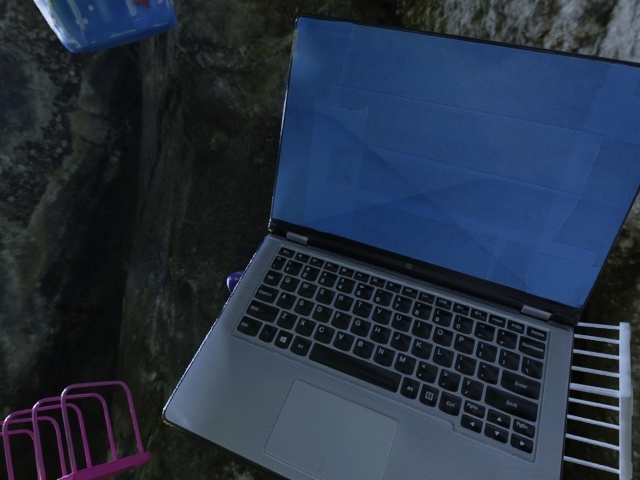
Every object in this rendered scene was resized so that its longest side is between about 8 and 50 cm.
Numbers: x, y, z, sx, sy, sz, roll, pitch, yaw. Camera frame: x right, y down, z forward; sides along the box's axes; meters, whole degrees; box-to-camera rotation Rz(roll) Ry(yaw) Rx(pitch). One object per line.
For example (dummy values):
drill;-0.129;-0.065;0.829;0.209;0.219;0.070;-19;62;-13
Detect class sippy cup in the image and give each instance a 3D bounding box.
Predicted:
sippy cup;-0.316;-0.393;0.582;0.305;0.240;0.224;-29;-60;-24

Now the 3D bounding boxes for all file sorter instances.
file sorter;-0.551;0.431;0.868;0.290;0.202;0.183;-26;-111;7
file sorter;0.573;0.320;0.924;0.172;0.277;0.193;1;-71;36

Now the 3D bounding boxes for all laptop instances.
laptop;0.077;0.024;0.406;0.381;0.236;0.408;17;-122;16

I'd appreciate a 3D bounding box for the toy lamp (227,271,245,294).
toy lamp;0.000;0.000;0.585;0.274;0.080;0.080;-33;-89;7
